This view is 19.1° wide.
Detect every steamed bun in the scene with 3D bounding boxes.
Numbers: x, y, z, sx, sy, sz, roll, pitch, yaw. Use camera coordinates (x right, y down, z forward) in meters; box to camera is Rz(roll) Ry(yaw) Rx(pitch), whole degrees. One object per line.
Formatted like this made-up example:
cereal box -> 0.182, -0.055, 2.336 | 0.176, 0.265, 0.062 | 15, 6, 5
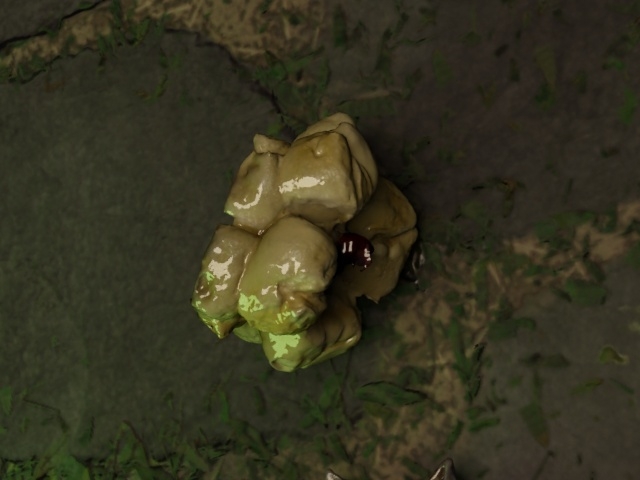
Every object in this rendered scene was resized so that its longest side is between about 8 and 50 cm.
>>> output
steamed bun -> 0.000, 0.000, 1.345 | 0.106, 0.177, 0.192 | 21, 78, 15

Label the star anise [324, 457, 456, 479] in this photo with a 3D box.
star anise -> 0.064, 0.263, 1.306 | 0.262, 0.081, 0.230 | 10, 71, 45
